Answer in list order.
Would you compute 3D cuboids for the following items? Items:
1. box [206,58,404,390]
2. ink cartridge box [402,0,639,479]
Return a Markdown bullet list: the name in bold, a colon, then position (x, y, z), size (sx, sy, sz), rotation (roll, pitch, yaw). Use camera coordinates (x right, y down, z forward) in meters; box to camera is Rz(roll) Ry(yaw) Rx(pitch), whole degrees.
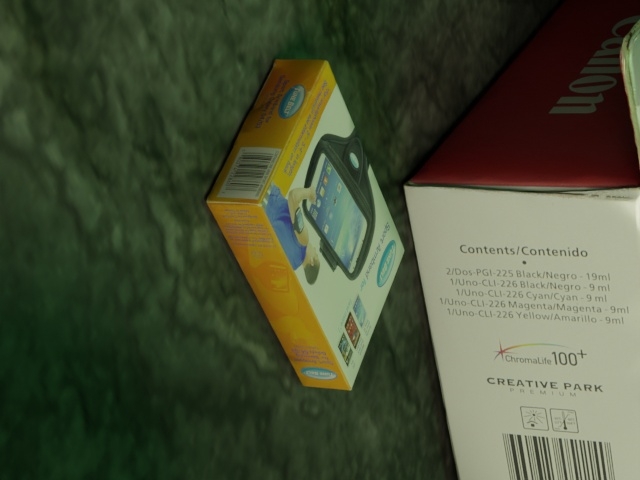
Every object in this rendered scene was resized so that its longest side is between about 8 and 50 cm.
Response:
- **box**: position (0.000, 0.000, 0.678), size (0.136, 0.028, 0.081), rotation (63, 39, -43)
- **ink cartridge box**: position (0.170, -0.039, 0.900), size (0.309, 0.130, 0.272), rotation (-48, 132, -52)
